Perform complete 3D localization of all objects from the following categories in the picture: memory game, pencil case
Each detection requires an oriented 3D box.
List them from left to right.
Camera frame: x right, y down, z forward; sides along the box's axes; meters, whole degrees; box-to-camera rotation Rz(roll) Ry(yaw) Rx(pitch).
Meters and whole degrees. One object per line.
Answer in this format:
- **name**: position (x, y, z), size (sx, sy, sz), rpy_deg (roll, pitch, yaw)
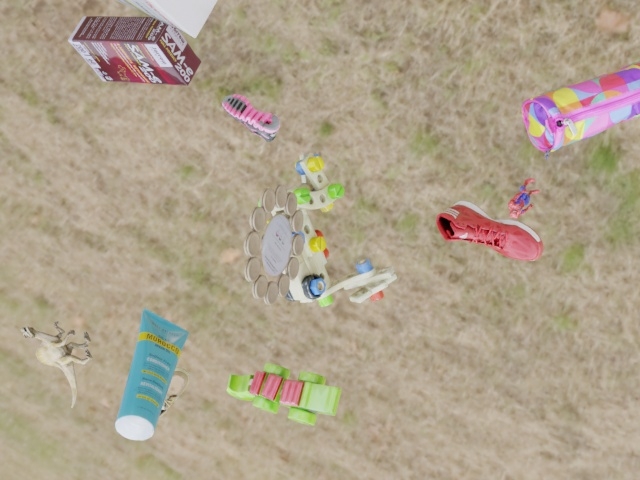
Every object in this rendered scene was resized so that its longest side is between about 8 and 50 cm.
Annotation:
- **memory game**: position (-0.069, 0.007, 1.172), size (0.012, 0.186, 0.186), rpy_deg (7, 142, 24)
- **pencil case**: position (0.440, -0.214, 1.226), size (0.104, 0.236, 0.104), rpy_deg (158, 90, -79)

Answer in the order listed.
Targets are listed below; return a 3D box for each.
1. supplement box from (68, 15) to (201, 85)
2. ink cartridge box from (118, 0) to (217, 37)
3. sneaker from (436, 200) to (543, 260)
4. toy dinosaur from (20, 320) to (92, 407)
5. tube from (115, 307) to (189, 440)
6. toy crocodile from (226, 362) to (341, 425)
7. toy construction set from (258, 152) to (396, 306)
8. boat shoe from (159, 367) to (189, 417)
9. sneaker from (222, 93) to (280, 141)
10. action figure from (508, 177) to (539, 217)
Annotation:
- **supplement box**: position (-0.379, -0.387, 1.569), size (0.239, 0.073, 0.130), rpy_deg (9, 154, 29)
- **ink cartridge box**: position (-0.284, -0.469, 1.237), size (0.233, 0.168, 0.171), rpy_deg (29, -179, 22)
- **sneaker**: position (0.333, -0.003, 1.573), size (0.221, 0.128, 0.087), rpy_deg (25, 121, 34)
- **toy dinosaur**: position (-0.449, 0.202, 1.351), size (0.093, 0.053, 0.183), rpy_deg (-23, 118, 5)
- **tube**: position (-0.241, 0.187, 1.099), size (0.080, 0.207, 0.052), rpy_deg (37, 121, -23)
- **toy crocodile**: position (-0.086, 0.355, 1.809), size (0.340, 0.115, 0.105), rpy_deg (2, 158, 47)
- **toy construction set**: position (0.000, 0.000, 1.505), size (0.151, 0.215, 0.327), rpy_deg (-28, 97, 45)
- **boat shoe**: position (-0.274, 0.277, 1.336), size (0.050, 0.045, 0.135), rpy_deg (33, 113, -16)
- **sneaker**: position (-0.126, -0.214, 1.367), size (0.119, 0.047, 0.057), rpy_deg (34, 155, 13)
- **action figure**: position (0.350, -0.070, 1.330), size (0.030, 0.115, 0.038), rpy_deg (-6, 117, 41)
